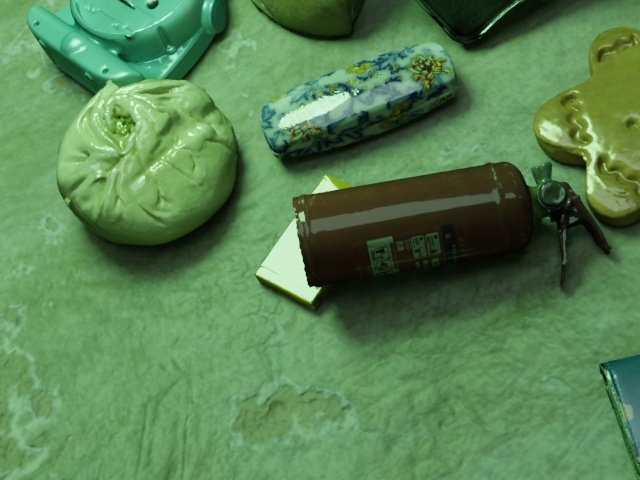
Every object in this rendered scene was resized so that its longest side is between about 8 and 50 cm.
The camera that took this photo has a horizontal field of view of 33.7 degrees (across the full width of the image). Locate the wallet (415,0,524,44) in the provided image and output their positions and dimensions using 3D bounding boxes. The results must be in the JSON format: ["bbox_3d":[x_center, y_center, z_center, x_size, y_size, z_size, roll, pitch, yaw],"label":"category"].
[{"bbox_3d":[0.238,-0.394,1.278,0.172,0.045,0.318,44,110,-7],"label":"wallet"}]

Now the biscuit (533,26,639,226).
[{"bbox_3d":[0.428,-0.162,1.203,0.354,0.052,0.275,-27,58,0],"label":"biscuit"}]

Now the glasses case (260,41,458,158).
[{"bbox_3d":[0.046,-0.171,1.303,0.247,0.065,0.087,-21,60,2],"label":"glasses case"}]

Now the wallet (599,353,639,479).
[{"bbox_3d":[0.391,0.158,1.028,0.202,0.059,0.141,-15,61,6],"label":"wallet"}]

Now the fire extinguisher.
[{"bbox_3d":[0.145,-0.005,1.162,0.336,0.106,0.147,-9,86,3],"label":"fire extinguisher"}]

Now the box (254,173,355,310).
[{"bbox_3d":[0.000,0.000,1.246,0.086,0.023,0.155,27,71,24],"label":"box"}]

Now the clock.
[{"bbox_3d":[-0.247,-0.324,1.454,0.223,0.094,0.274,33,75,27],"label":"clock"}]

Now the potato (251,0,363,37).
[{"bbox_3d":[-0.041,-0.425,1.363,0.211,0.264,0.190,12,56,15],"label":"potato"}]

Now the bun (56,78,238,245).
[{"bbox_3d":[-0.220,-0.106,1.297,0.229,0.145,0.230,-7,56,11],"label":"bun"}]
